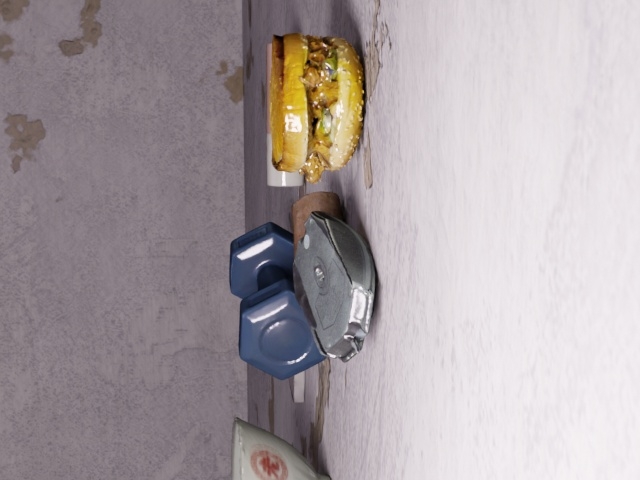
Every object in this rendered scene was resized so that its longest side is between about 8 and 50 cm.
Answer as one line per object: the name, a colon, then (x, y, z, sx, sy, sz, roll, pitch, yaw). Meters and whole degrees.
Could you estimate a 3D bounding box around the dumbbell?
dumbbell: (-0.073, 0.094, 1.823, 0.144, 0.160, 0.325, -57, 19, 14)

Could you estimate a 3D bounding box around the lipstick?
lipstick: (-0.063, -0.226, 1.974, 0.070, 0.070, 0.255, -137, 46, -79)

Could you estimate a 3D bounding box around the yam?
yam: (-0.003, 0.000, 1.527, 0.084, 0.084, 0.127, 106, 158, -66)

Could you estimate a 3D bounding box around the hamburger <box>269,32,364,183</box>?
hamburger: (-0.008, -0.166, 1.395, 0.182, 0.117, 0.191, -119, 32, -81)

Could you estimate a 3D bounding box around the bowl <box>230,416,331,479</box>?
bowl: (-0.060, 0.446, 1.720, 0.337, 0.157, 0.337, 180, 90, -82)

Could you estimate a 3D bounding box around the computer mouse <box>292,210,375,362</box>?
computer mouse: (0.029, 0.051, 1.343, 0.231, 0.071, 0.126, -116, 38, -49)

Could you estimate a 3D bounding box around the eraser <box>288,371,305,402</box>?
eraser: (-0.050, 0.235, 2.115, 0.150, 0.023, 0.104, -115, 24, -71)
